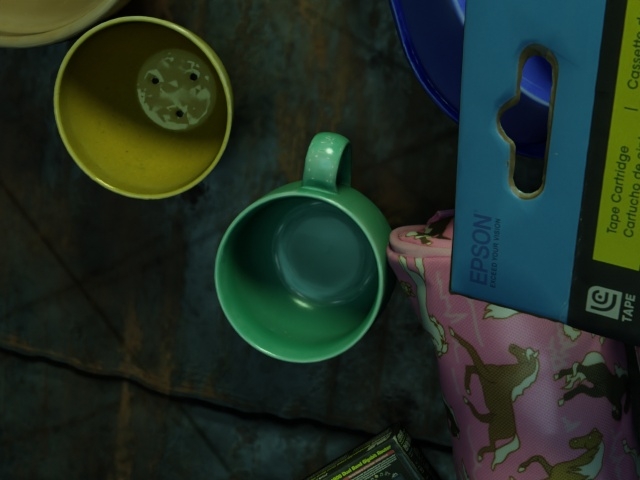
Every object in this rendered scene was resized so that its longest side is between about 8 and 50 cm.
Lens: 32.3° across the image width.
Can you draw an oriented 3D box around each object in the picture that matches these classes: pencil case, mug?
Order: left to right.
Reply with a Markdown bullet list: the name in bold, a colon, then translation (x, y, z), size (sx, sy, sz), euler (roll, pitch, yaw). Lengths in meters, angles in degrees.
- **mug**: translation (0.003, 0.009, 0.843), size (0.129, 0.097, 0.158), euler (45, 108, 2)
- **pencil case**: translation (0.161, 0.161, 0.805), size (0.160, 0.167, 0.386), euler (-7, 102, 36)

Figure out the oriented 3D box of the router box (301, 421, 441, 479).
- **router box**: translation (0.041, 0.220, 0.913), size (0.122, 0.038, 0.092), euler (-34, 94, 17)

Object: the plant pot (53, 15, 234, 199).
- **plant pot**: translation (-0.123, -0.108, 0.845), size (0.134, 0.095, 0.134), euler (3, 108, 8)

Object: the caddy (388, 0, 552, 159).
- **caddy**: translation (0.155, -0.222, 0.720), size (0.241, 0.179, 0.341), euler (-17, 92, -5)

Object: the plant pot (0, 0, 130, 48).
- **plant pot**: translation (-0.211, -0.265, 0.826), size (0.237, 0.110, 0.237), euler (3, 103, 13)

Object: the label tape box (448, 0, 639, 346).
- **label tape box**: translation (0.241, -0.049, 0.544), size (0.333, 0.106, 0.241), euler (17, 126, 25)

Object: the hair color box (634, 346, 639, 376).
- **hair color box**: translation (0.284, 0.138, 0.768), size (0.105, 0.174, 0.347), euler (-12, 100, 14)
